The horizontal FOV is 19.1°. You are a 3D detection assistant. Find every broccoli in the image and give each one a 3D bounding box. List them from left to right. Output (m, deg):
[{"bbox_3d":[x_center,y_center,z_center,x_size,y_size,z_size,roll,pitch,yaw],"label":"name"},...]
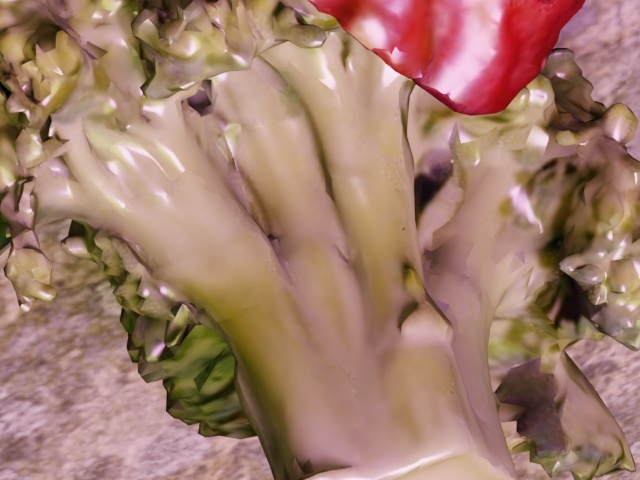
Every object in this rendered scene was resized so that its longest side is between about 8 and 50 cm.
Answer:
[{"bbox_3d":[0.007,-0.013,0.838,0.277,0.317,0.338,-35,165,13],"label":"broccoli"}]

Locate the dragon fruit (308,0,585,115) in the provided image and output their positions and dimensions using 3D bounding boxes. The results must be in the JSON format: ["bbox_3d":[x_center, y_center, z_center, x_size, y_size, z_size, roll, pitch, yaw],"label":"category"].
[{"bbox_3d":[0.011,-0.192,0.625,0.302,0.330,0.240,-24,164,3],"label":"dragon fruit"}]
